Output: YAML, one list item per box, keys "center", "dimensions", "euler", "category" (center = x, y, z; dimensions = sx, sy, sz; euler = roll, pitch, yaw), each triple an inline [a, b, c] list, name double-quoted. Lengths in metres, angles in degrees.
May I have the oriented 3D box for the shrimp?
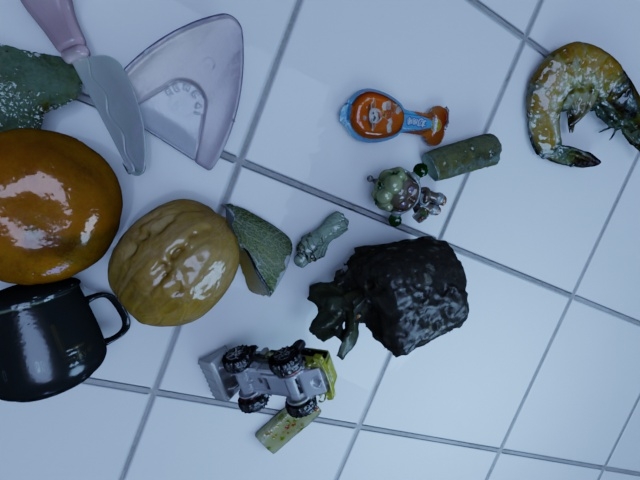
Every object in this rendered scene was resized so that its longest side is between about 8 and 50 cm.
- center: [0.679, -0.286, 0.999]
  dimensions: [0.445, 0.085, 0.272]
  euler: [24, 99, -19]
  category: "shrimp"

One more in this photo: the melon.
- center: [-0.118, 0.013, 0.805]
  dimensions: [0.139, 0.093, 0.202]
  euler: [-19, 79, -41]
  category: "melon"

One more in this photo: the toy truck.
- center: [-0.104, 0.264, 0.810]
  dimensions: [0.286, 0.111, 0.136]
  euler: [-6, 110, 28]
  category: "toy truck"

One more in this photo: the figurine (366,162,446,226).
- center: [0.191, -0.095, 0.868]
  dimensions: [0.197, 0.093, 0.147]
  euler: [16, 111, -22]
  category: "figurine"

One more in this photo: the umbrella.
- center: [0.000, 0.000, 0.842]
  dimensions: [0.143, 0.067, 0.062]
  euler: [-46, 142, -11]
  category: "umbrella"

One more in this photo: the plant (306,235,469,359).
- center: [0.120, 0.115, 0.829]
  dimensions: [0.312, 0.215, 0.213]
  euler: [-9, 102, -13]
  category: "plant"

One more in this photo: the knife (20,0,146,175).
- center: [-0.353, -0.264, 0.642]
  dimensions: [0.081, 0.043, 0.336]
  euler: [-28, 101, -1]
  category: "knife"

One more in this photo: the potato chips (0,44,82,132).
- center: [-0.492, -0.230, 0.619]
  dimensions: [0.228, 0.059, 0.167]
  euler: [-39, 116, -6]
  category: "potato chips"

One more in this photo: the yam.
- center: [0.311, -0.182, 0.898]
  dimensions: [0.179, 0.078, 0.078]
  euler: [-19, 108, -14]
  category: "yam"

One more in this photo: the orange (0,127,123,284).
- center: [-0.429, -0.051, 0.624]
  dimensions: [0.240, 0.171, 0.240]
  euler: [-8, 111, -22]
  category: "orange"

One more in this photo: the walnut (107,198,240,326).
- center: [-0.243, 0.037, 0.698]
  dimensions: [0.222, 0.195, 0.195]
  euler: [-47, 112, -6]
  category: "walnut"

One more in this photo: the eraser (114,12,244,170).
- center: [-0.215, -0.275, 0.704]
  dimensions: [0.204, 0.059, 0.243]
  euler: [34, 94, -22]
  category: "eraser"

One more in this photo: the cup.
- center: [-0.443, 0.148, 0.688]
  dimensions: [0.223, 0.169, 0.176]
  euler: [-24, 105, -49]
  category: "cup"

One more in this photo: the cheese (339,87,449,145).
- center: [0.159, -0.252, 0.849]
  dimensions: [0.256, 0.037, 0.106]
  euler: [2, 103, -18]
  category: "cheese"

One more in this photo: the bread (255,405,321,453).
- center: [-0.072, 0.420, 0.935]
  dimensions: [0.153, 0.028, 0.068]
  euler: [-38, 113, -5]
  category: "bread"
